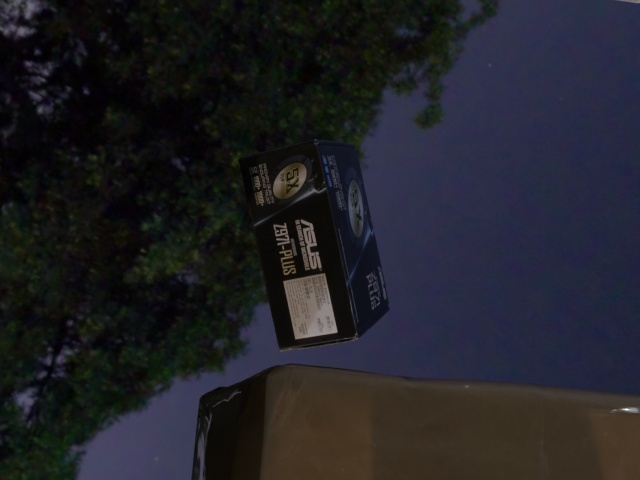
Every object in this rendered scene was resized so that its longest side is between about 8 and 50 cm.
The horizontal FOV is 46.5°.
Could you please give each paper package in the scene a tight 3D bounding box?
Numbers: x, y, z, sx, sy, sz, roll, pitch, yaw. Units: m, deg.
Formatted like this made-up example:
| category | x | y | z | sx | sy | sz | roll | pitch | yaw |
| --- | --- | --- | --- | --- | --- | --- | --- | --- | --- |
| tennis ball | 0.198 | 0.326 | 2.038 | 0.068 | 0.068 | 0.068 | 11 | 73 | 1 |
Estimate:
| category | x | y | z | sx | sy | sz | roll | pitch | yaw |
| --- | --- | --- | --- | --- | --- | --- | --- | --- | --- |
| paper package | 0.080 | 0.237 | 0.378 | 0.168 | 0.310 | 0.324 | 132 | -37 | -68 |

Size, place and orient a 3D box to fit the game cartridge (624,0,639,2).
| category | x | y | z | sx | sy | sz | roll | pitch | yaw |
| --- | --- | --- | --- | --- | --- | --- | --- | --- | --- |
| game cartridge | 0.117 | -0.114 | 0.309 | 0.083 | 0.056 | 0.017 | -46 | 149 | -54 |

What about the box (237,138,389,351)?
| category | x | y | z | sx | sy | sz | roll | pitch | yaw |
| --- | --- | --- | --- | --- | --- | --- | --- | --- | --- |
| box | 0.000 | 0.000 | 0.717 | 0.078 | 0.147 | 0.180 | -11 | -89 | 17 |
